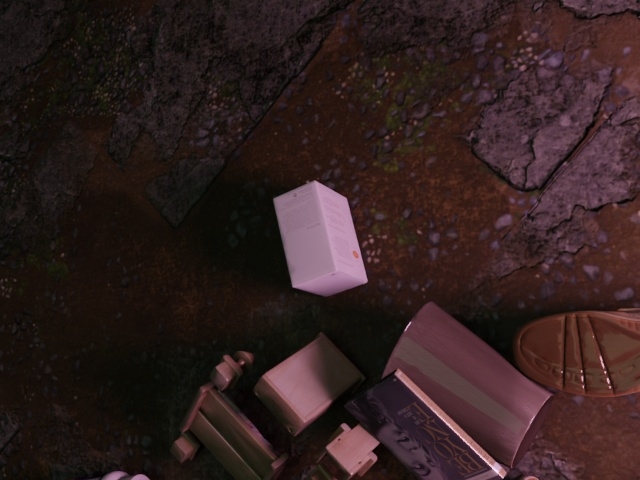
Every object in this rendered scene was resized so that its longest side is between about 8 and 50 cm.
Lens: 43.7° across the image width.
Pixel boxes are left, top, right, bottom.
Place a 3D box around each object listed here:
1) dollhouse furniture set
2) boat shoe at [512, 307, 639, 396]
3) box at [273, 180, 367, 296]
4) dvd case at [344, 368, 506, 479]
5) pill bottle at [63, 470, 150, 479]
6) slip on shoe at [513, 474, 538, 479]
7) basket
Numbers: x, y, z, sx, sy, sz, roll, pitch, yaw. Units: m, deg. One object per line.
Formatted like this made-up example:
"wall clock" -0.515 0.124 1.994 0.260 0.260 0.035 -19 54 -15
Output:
"dollhouse furniture set" -0.068 0.352 1.429 0.303 0.173 0.356 44 131 16
"boat shoe" 0.454 0.158 1.147 0.341 0.110 0.122 -2 89 25
"box" 0.000 0.000 1.416 0.091 0.130 0.171 -21 69 22
"dvd case" 0.154 0.303 1.222 0.221 0.018 0.164 44 141 0
"pill bottle" -0.422 0.506 1.546 0.193 0.108 0.108 -16 72 24
"slip on shoe" 0.312 0.424 1.204 0.041 0.051 0.136 159 107 -66
"basket" 0.226 0.237 1.232 0.226 0.154 0.204 29 109 26
